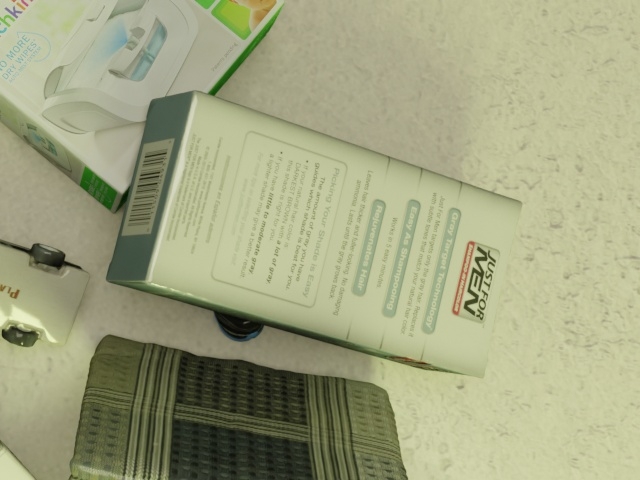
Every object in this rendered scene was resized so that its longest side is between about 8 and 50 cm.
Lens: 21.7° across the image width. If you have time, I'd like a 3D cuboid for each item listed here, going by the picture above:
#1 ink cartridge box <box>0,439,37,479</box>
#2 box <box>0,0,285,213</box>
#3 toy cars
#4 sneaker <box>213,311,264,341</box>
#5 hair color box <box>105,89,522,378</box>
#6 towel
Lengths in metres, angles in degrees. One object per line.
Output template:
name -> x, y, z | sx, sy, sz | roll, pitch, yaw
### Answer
ink cartridge box -> -0.370, 0.175, 1.489 | 0.117, 0.207, 0.283 | -44, 116, -13
box -> -0.210, -0.203, 1.683 | 0.231, 0.127, 0.262 | 40, 76, -3
toy cars -> -0.421, 0.074, 1.607 | 0.393, 0.087, 0.177 | -23, 111, -16
sneaker -> -0.103, 0.011, 1.684 | 0.067, 0.078, 0.188 | -25, 85, -14
hair color box -> 0.000, 0.000, 1.625 | 0.374, 0.113, 0.185 | 17, 82, -26
towel -> -0.071, 0.186, 1.551 | 0.312, 0.324, 0.056 | 11, 106, -5
